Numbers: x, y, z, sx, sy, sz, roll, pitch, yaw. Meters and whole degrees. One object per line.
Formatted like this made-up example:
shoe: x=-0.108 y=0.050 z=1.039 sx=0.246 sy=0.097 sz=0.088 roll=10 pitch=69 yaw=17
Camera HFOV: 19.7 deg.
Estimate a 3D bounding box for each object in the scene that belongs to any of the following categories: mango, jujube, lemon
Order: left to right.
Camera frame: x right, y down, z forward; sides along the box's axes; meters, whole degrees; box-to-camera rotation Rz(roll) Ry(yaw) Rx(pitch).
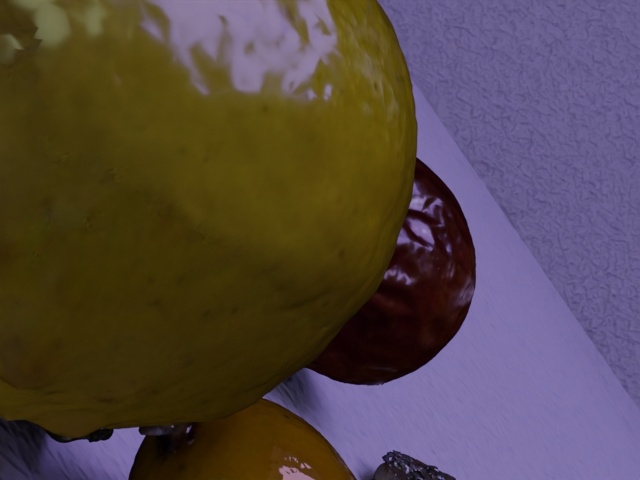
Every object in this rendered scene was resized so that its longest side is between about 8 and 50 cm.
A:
lemon: x=-0.101 y=-0.052 z=0.797 sx=0.285 sy=0.285 sz=0.316 roll=62 pitch=-7 yaw=21
mango: x=-0.005 y=0.187 z=0.945 sx=0.317 sy=0.119 sz=0.176 roll=53 pitch=4 yaw=-42
jujube: x=0.000 y=0.000 z=1.331 sx=0.255 sy=0.190 sz=0.190 roll=31 pitch=28 yaw=-51

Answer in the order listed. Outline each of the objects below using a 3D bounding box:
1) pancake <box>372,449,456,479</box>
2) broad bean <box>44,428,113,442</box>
pancake: x=0.151 y=0.260 z=1.403 sx=0.282 sy=0.049 sz=0.282 roll=37 pitch=12 yaw=-9
broad bean: x=-0.132 y=0.032 z=0.994 sx=0.256 sy=0.053 sz=0.052 roll=-97 pitch=-170 yaw=-63
